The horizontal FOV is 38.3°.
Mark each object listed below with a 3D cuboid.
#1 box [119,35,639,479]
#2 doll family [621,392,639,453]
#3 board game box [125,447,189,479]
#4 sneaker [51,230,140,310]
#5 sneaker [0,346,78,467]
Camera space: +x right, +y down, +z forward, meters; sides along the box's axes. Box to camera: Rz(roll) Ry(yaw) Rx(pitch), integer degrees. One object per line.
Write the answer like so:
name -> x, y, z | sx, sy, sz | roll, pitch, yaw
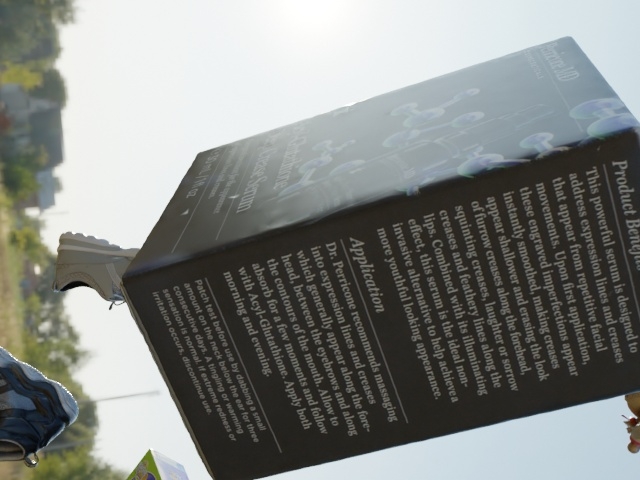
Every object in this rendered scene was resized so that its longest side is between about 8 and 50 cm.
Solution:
box -> 0.075, 0.007, 0.807 | 0.293, 0.396, 0.212 | -80, 152, -65
doll family -> 0.391, 0.107, 0.895 | 0.163, 0.118, 0.263 | -106, -152, -66
board game box -> -0.279, 0.521, 1.471 | 0.233, 0.078, 0.347 | -53, -153, 1
sneaker -> -0.325, 0.072, 1.580 | 0.105, 0.281, 0.115 | 69, 34, -71
sneaker -> -0.545, 0.265, 1.510 | 0.101, 0.269, 0.153 | -60, -178, 45
